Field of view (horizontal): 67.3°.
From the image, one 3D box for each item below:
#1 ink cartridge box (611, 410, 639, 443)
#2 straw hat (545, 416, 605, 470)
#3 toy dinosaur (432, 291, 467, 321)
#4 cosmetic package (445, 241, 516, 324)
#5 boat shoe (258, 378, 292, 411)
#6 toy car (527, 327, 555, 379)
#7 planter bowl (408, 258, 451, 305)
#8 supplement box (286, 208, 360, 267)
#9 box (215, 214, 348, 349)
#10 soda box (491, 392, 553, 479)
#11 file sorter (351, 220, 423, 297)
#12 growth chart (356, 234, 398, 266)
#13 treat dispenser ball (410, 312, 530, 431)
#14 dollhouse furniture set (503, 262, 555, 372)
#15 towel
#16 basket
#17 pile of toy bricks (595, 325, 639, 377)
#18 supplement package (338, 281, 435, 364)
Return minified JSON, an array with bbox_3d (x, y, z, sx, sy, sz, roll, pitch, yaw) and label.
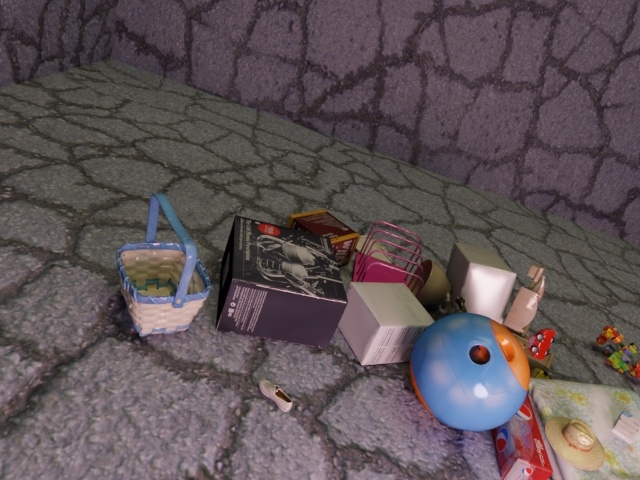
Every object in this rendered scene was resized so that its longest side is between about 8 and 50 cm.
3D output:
[{"bbox_3d":[0.774,0.477,1.218,0.048,0.028,0.083,34,42,31],"label":"ink cartridge box"},{"bbox_3d":[0.627,0.472,1.165,0.145,0.061,0.144,6,35,-4],"label":"straw hat"},{"bbox_3d":[0.428,0.273,1.420,0.313,0.121,0.160,48,31,-11],"label":"toy dinosaur"},{"bbox_3d":[0.536,0.141,1.671,0.155,0.197,0.365,13,13,4],"label":"cosmetic package"},{"bbox_3d":[-0.103,0.350,1.109,0.100,0.035,0.035,38,31,29],"label":"boat shoe"},{"bbox_3d":[0.597,0.384,1.423,0.225,0.239,0.053,-20,25,-20],"label":"toy car"},{"bbox_3d":[0.387,0.161,1.684,0.109,0.162,0.162,30,26,-9],"label":"planter bowl"},{"bbox_3d":[0.000,0.000,1.722,0.194,0.129,0.191,37,31,29],"label":"supplement box"},{"bbox_3d":[-0.119,0.111,1.382,0.313,0.179,0.343,14,28,-17],"label":"box"},{"bbox_3d":[0.497,0.491,1.223,0.092,0.083,0.263,20,28,0],"label":"soda box"},{"bbox_3d":[0.235,0.090,1.643,0.202,0.182,0.290,20,31,-3],"label":"file sorter"},{"bbox_3d":[0.206,0.044,1.907,0.172,0.021,0.237,2,32,-33],"label":"growth chart"},{"bbox_3d":[0.371,0.327,1.211,0.288,0.288,0.288,17,27,-9],"label":"treat dispenser ball"},{"bbox_3d":[0.718,0.231,1.541,0.174,0.355,0.303,28,26,26],"label":"dollhouse furniture set"},{"bbox_3d":[0.728,0.523,1.240,0.321,0.090,0.374,10,35,-5],"label":"towel"},{"bbox_3d":[-0.379,0.062,1.162,0.201,0.289,0.255,-6,40,-33],"label":"basket"},{"bbox_3d":[1.096,0.430,1.767,0.105,0.118,0.212,-29,68,-23],"label":"pile of toy bricks"},{"bbox_3d":[0.184,0.236,1.395,0.203,0.149,0.194,4,32,-30],"label":"supplement package"}]
